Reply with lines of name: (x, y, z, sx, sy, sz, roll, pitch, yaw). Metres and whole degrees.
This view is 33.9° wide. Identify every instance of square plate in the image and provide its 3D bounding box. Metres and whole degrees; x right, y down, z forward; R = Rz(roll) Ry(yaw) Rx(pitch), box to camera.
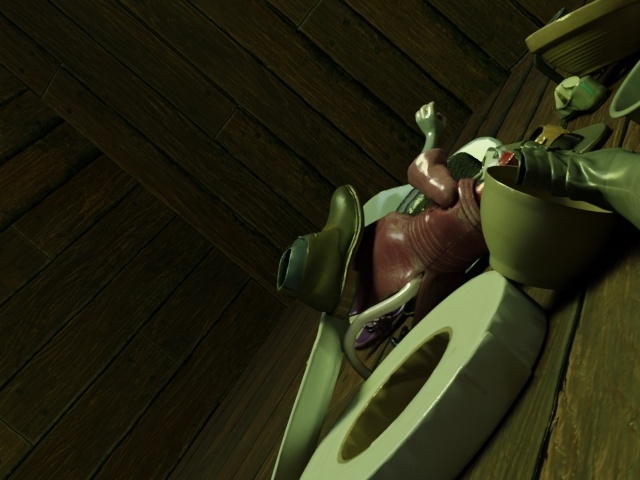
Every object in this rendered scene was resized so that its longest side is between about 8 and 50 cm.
square plate: (-0.018, 0.262, 1.560, 0.347, 0.049, 0.344, -62, -12, -76)

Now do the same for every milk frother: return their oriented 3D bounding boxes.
milk frother: (0.504, -0.382, 2.096, 0.129, 0.135, 0.143, -51, 3, -9)

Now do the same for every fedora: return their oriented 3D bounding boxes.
fedora: (0.215, -0.032, 1.794, 0.334, 0.152, 0.334, -50, 4, 4)

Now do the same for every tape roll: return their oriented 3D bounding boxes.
tape roll: (0.111, 0.200, 1.236, 0.392, 0.072, 0.392, -49, 3, 4)

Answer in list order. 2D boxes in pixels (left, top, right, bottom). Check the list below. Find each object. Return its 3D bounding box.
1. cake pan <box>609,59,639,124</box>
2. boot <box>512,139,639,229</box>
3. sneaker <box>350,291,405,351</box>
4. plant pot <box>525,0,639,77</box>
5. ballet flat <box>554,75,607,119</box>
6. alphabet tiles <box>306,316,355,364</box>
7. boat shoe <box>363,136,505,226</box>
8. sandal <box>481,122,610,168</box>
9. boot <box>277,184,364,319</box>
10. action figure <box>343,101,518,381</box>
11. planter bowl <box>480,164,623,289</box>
cake pan: (0.503, -0.258, 1.383, 0.293, 0.054, 0.293, -49, 3, 4)
boot: (0.275, -0.056, 1.074, 0.246, 0.161, 0.083, -45, -38, -76)
sneaker: (0.110, 0.135, 1.940, 0.170, 0.068, 0.071, -49, -10, 13)
plant pot: (0.495, -0.363, 1.878, 0.237, 0.109, 0.237, -24, 0, 0)
ballet flat: (0.463, -0.267, 1.915, 0.072, 0.068, 0.213, -50, 3, 0)
alphabet tiles: (0.072, 0.183, 2.445, 0.284, 0.021, 0.278, -48, 4, 34)
boat shoe: (0.231, -0.065, 2.028, 0.367, 0.136, 0.156, -35, -31, 23)
sandal: (0.345, -0.150, 1.652, 0.219, 0.060, 0.090, -5, 40, 42)
boot: (0.000, 0.000, 1.504, 0.082, 0.106, 0.219, 131, 150, -50)
action figure: (0.156, -0.004, 1.439, 0.276, 0.248, 0.370, -53, 2, -43)
planter bowl: (0.253, -0.010, 1.198, 0.162, 0.162, 0.109, -59, -17, -72)
